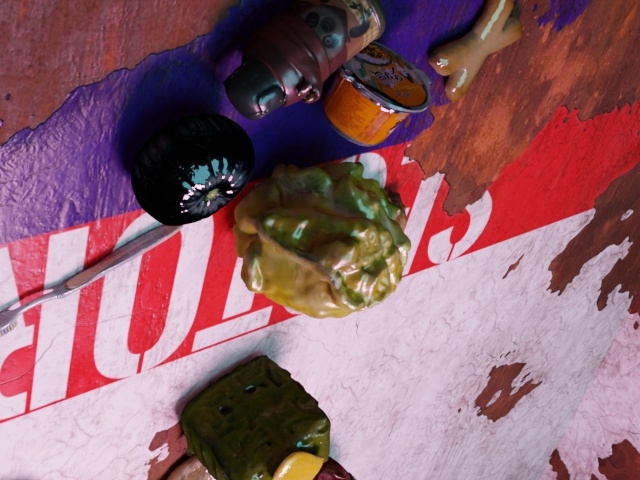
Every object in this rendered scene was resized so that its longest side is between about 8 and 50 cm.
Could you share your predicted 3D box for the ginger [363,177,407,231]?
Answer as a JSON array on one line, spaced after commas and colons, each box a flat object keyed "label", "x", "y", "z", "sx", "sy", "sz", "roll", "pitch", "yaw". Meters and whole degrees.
[{"label": "ginger", "x": 0.108, "y": -0.065, "z": 2.151, "sx": 0.204, "sy": 0.080, "sz": 0.104, "roll": 26, "pitch": 72, "yaw": -57}]

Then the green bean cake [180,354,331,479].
[{"label": "green bean cake", "x": -0.131, "y": 0.386, "z": 2.193, "sx": 0.246, "sy": 0.250, "sz": 0.156, "roll": -31, "pitch": 145, "yaw": -23}]

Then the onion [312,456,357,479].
[{"label": "onion", "x": -0.008, "y": 0.639, "z": 2.656, "sx": 0.280, "sy": 0.221, "sz": 0.281, "roll": -19, "pitch": 162, "yaw": -6}]

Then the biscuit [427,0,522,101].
[{"label": "biscuit", "x": 0.303, "y": -0.375, "z": 2.073, "sx": 0.208, "sy": 0.047, "sz": 0.164, "roll": -46, "pitch": 149, "yaw": -3}]

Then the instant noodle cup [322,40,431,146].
[{"label": "instant noodle cup", "x": 0.083, "y": -0.243, "z": 1.861, "sx": 0.208, "sy": 0.178, "sz": 0.125, "roll": 10, "pitch": 133, "yaw": -32}]

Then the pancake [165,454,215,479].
[{"label": "pancake", "x": -0.218, "y": 0.595, "z": 2.429, "sx": 0.386, "sy": 0.082, "sz": 0.387, "roll": -16, "pitch": 128, "yaw": -21}]

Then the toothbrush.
[{"label": "toothbrush", "x": -0.382, "y": 0.060, "z": 1.758, "sx": 0.375, "sy": 0.028, "sz": 0.037, "roll": -32, "pitch": 150, "yaw": -22}]

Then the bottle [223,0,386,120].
[{"label": "bottle", "x": -0.027, "y": -0.289, "z": 1.676, "sx": 0.271, "sy": 0.156, "sz": 0.143, "roll": -43, "pitch": 142, "yaw": -15}]

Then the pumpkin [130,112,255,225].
[{"label": "pumpkin", "x": -0.200, "y": -0.114, "z": 1.682, "sx": 0.202, "sy": 0.140, "sz": 0.202, "roll": -31, "pitch": 159, "yaw": -13}]

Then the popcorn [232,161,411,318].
[{"label": "popcorn", "x": 0.003, "y": -0.005, "z": 1.921, "sx": 0.312, "sy": 0.312, "sz": 0.312, "roll": -30, "pitch": 144, "yaw": -25}]

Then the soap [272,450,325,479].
[{"label": "soap", "x": -0.036, "y": 0.448, "z": 2.104, "sx": 0.089, "sy": 0.033, "sz": 0.168, "roll": -52, "pitch": 149, "yaw": 12}]
